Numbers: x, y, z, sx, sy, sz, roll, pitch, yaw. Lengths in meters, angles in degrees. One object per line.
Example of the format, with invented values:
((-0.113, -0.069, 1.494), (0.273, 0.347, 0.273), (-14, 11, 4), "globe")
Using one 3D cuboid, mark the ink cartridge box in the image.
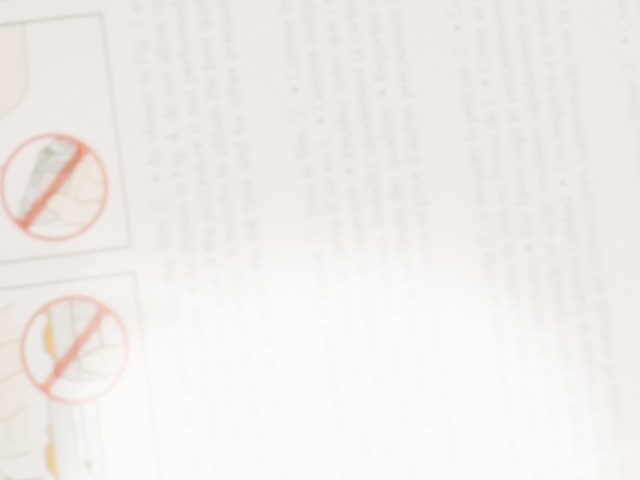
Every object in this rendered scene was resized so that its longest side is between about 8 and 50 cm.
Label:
((0.000, 0.000, 0.488), (0.385, 0.091, 0.308), (-7, 89, -4), "ink cartridge box")
